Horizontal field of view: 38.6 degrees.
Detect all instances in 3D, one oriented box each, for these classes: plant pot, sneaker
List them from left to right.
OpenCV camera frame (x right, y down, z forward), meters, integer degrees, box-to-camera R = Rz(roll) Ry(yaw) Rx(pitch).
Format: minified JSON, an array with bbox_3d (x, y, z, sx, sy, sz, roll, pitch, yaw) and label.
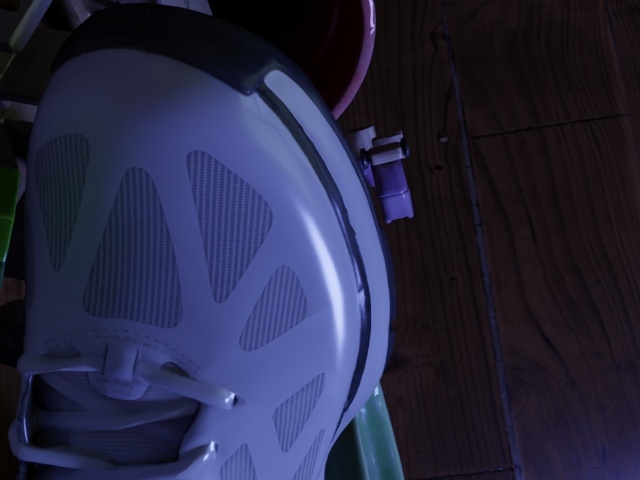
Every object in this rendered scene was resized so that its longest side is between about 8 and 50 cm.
[{"bbox_3d":[-0.079,0.142,0.406,0.257,0.169,0.447,-66,162,-50],"label":"sneaker"},{"bbox_3d":[-0.110,-0.248,0.843,0.265,0.273,0.272,-105,-178,-47],"label":"plant pot"}]

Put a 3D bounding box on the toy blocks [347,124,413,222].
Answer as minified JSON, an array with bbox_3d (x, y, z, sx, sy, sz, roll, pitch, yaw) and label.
[{"bbox_3d":[0.000,0.000,1.321,0.288,0.309,0.260,-79,154,-75],"label":"toy blocks"}]

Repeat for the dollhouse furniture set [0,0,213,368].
[{"bbox_3d":[-0.184,-0.073,0.516,0.212,0.161,0.242,75,31,-58],"label":"dollhouse furniture set"}]

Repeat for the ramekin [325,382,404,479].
[{"bbox_3d":[-0.007,0.231,0.908,0.303,0.148,0.303,-14,90,-83],"label":"ramekin"}]

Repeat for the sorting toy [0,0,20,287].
[{"bbox_3d":[-0.109,0.002,0.273,0.229,0.041,0.307,173,-73,-74],"label":"sorting toy"}]
